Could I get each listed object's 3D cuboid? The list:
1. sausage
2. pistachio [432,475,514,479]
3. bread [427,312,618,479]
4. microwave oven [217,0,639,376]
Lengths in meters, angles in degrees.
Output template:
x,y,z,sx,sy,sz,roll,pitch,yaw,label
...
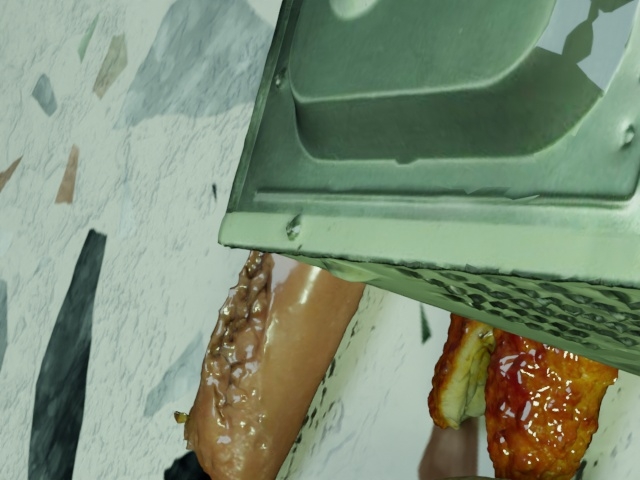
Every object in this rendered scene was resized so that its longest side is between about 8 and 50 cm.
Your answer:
x,y,z,sx,sy,sz,roll,pitch,yaw,label
0.000,0.001,0.948,0.087,0.079,0.326,-102,35,-82,sausage
0.050,0.193,0.688,0.213,0.163,0.260,-42,26,17,pistachio
0.110,-0.004,0.761,0.268,0.095,0.139,-69,23,11,bread
0.182,-0.141,0.502,0.247,0.333,0.394,3,75,63,microwave oven
